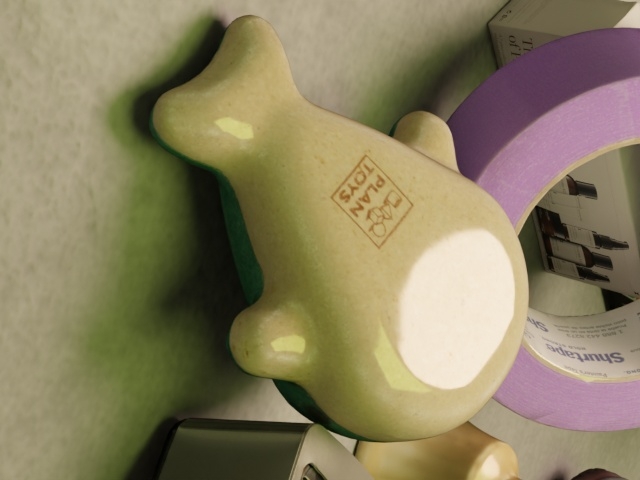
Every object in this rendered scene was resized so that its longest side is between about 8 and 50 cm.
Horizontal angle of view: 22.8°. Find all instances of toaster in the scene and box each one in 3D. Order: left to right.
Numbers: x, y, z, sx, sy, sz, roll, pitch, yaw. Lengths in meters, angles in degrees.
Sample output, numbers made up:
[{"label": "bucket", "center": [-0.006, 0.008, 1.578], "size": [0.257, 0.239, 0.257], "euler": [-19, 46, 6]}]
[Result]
[{"label": "toaster", "center": [-0.034, 0.205, 0.955], "size": [0.168, 0.110, 0.186], "euler": [56, 42, -42]}]

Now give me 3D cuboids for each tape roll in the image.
[{"label": "tape roll", "center": [0.205, -0.004, 1.102], "size": [0.274, 0.090, 0.275], "euler": [-5, 119, -10]}]

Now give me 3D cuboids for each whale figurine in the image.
[{"label": "whale figurine", "center": [0.000, 0.000, 0.955], "size": [0.272, 0.141, 0.216], "euler": [47, 59, -17]}]

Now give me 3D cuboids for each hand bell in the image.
[{"label": "hand bell", "center": [0.154, 0.183, 1.101], "size": [0.126, 0.242, 0.126], "euler": [-21, 117, -47]}]

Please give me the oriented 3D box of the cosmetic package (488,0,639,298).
[{"label": "cosmetic package", "center": [0.201, -0.070, 1.191], "size": [0.060, 0.099, 0.239], "euler": [-46, 133, -32]}]

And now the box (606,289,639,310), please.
[{"label": "box", "center": [0.369, 0.041, 1.276], "size": [0.073, 0.295, 0.293], "euler": [-48, 134, -34]}]

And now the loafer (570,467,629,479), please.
[{"label": "loafer", "center": [0.240, 0.328, 1.403], "size": [0.109, 0.095, 0.303], "euler": [-16, 113, -14]}]
